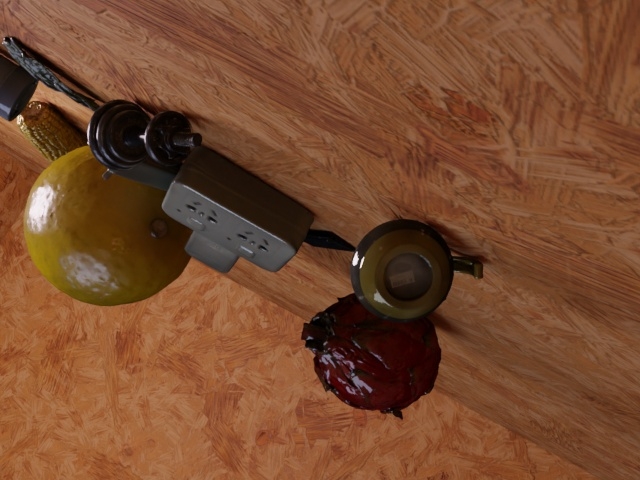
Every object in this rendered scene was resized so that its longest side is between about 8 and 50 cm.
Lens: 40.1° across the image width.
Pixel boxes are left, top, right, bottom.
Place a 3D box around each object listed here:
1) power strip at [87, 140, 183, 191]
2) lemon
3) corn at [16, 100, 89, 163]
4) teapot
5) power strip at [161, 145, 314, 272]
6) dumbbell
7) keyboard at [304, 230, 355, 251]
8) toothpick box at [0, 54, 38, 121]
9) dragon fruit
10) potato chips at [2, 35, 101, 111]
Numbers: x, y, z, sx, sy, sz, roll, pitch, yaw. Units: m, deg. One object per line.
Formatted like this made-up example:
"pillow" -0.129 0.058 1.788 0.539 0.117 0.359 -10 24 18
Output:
"power strip" -0.320 -0.147 1.513 0.145 0.061 0.216 49 -167 25
"lemon" -0.404 -0.031 1.713 0.348 0.347 0.348 30 171 5
"corn" -0.587 -0.227 1.949 0.106 0.106 0.293 27 167 18
"teapot" 0.118 0.035 1.108 0.166 0.130 0.119 0 -171 -5
"power strip" -0.143 -0.050 1.499 0.230 0.141 0.261 31 157 -7
"dumbbell" -0.252 -0.152 1.292 0.255 0.110 0.110 11 160 48
"keyboard" 0.000 0.000 1.565 0.060 0.018 0.195 26 173 -22
"toothpick box" -0.607 -0.299 1.597 0.153 0.101 0.101 33 171 -7
"dragon fruit" 0.098 0.218 1.720 0.299 0.244 0.244 15 178 -23
"potato chips" -0.448 -0.272 1.478 0.207 0.028 0.092 38 170 -30
